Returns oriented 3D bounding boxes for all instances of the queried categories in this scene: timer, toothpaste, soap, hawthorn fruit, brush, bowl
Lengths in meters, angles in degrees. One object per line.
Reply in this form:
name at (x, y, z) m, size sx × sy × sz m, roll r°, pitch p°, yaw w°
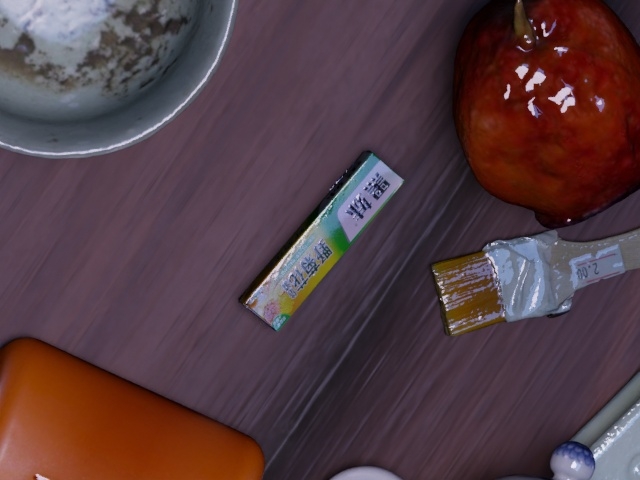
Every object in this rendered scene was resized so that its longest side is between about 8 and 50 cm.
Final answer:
timer at (-0.197, 0.236, 1.490) m, size 0.257 × 0.161 × 0.250 m, roll 26°, pitch 70°, yaw -9°
toothpaste at (0.000, 0.000, 1.556) m, size 0.043 × 0.037 × 0.178 m, roll 41°, pitch 87°, yaw -11°
soap at (0.322, 0.181, 1.627) m, size 0.198 × 0.063 × 0.114 m, roll -45°, pitch 104°, yaw -4°
hawthorn fruit at (0.191, -0.125, 1.490) m, size 0.189 × 0.189 × 0.251 m, roll -51°, pitch 144°, yaw -3°
brush at (0.268, 0.014, 1.621) m, size 0.336 × 0.020 × 0.085 m, roll -15°, pitch 98°, yaw -10°
bowl at (-0.217, -0.216, 1.434) m, size 0.289 × 0.146 × 0.289 m, roll -2°, pitch 98°, yaw -12°

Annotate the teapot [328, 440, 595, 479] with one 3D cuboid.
teapot at (0.181, 0.307, 1.521) m, size 0.424 × 0.252 × 0.280 m, roll 16°, pitch 78°, yaw 18°
